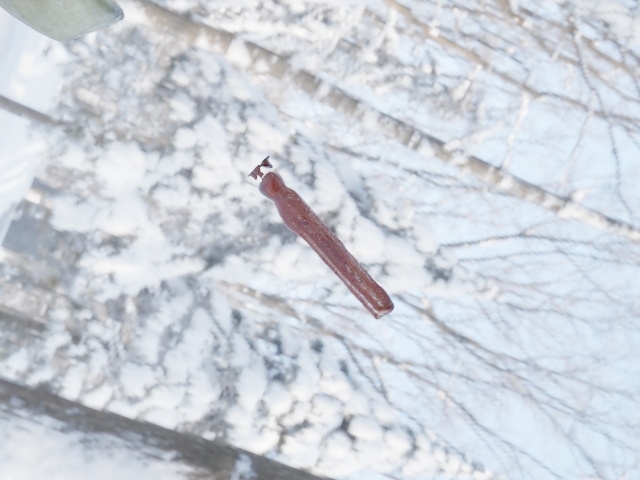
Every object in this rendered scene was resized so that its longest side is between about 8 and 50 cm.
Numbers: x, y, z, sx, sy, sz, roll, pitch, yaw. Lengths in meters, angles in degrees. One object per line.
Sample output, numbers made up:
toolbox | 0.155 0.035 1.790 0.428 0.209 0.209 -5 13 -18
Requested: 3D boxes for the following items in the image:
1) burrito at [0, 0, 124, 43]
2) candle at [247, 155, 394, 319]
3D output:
burrito | -0.438 -0.402 1.535 0.135 0.332 0.190 -48 -165 -1
candle | 0.000 0.000 1.758 0.051 0.329 0.048 -46 172 38
